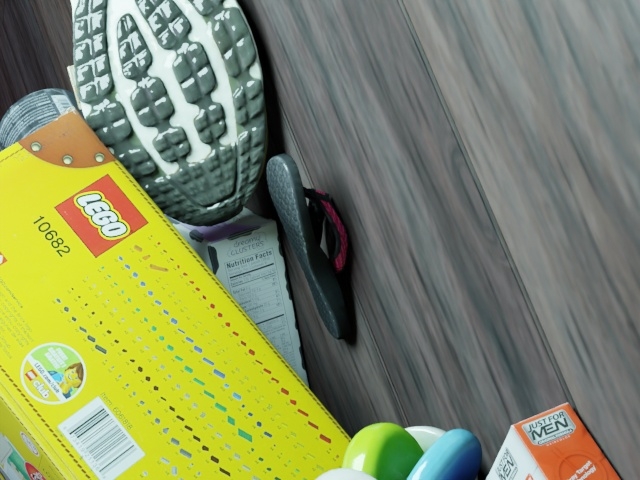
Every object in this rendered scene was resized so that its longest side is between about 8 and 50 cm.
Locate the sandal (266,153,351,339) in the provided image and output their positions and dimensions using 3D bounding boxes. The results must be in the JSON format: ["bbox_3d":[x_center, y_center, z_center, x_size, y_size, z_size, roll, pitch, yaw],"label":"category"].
[{"bbox_3d":[0.000,0.000,0.980,0.067,0.040,0.179,54,167,52],"label":"sandal"}]

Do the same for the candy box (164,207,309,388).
[{"bbox_3d":[-0.085,0.065,1.183,0.165,0.070,0.196,26,130,62],"label":"candy box"}]

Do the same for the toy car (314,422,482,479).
[{"bbox_3d":[0.082,0.201,0.809,0.136,0.159,0.182,-21,85,34],"label":"toy car"}]

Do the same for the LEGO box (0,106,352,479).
[{"bbox_3d":[-0.151,0.198,1.076,0.500,0.193,0.372,50,153,8],"label":"LEGO box"}]

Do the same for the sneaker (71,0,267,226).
[{"bbox_3d":[-0.140,-0.210,1.090,0.182,0.158,0.410,-3,-108,-80],"label":"sneaker"}]

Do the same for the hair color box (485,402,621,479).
[{"bbox_3d":[0.153,0.171,0.710,0.141,0.043,0.072,59,155,30],"label":"hair color box"}]

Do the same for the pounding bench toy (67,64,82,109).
[{"bbox_3d":[-0.258,-0.199,1.437,0.065,0.052,0.083,-4,102,68],"label":"pounding bench toy"}]

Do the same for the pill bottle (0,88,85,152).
[{"bbox_3d":[-0.302,-0.070,1.540,0.246,0.130,0.130,55,153,39],"label":"pill bottle"}]
